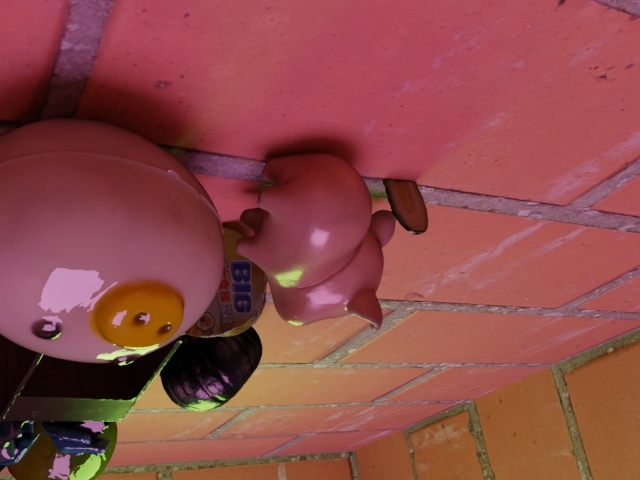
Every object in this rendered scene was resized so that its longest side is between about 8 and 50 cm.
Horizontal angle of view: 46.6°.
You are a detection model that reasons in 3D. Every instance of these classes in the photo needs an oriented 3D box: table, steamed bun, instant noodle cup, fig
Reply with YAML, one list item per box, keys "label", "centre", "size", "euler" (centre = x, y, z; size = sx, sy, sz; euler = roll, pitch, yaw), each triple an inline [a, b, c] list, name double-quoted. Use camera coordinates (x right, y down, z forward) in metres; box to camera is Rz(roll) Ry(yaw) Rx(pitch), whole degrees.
- label: "table"
  centre: [-0.446, 0.186, 1.398]
  size: [0.251, 0.196, 0.282]
  euler: [11, 132, -36]
- label: "steamed bun"
  centre: [-0.303, 0.005, 0.987]
  size: [0.334, 0.334, 0.374]
  euler: [-19, 149, 20]
- label: "instant noodle cup"
  centre: [-0.188, 0.085, 1.358]
  size: [0.205, 0.205, 0.153]
  euler: [-10, 166, 2]
- label: "fig"
  centre: [-0.686, 0.502, 1.967]
  size: [0.316, 0.316, 0.316]
  euler: [-8, 155, -4]

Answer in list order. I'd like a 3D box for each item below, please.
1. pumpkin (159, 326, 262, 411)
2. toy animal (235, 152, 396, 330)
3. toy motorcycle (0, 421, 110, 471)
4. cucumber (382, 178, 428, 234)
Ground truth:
- label: "pumpkin"
  centre: [-0.259, 0.274, 1.730]
  size: [0.250, 0.216, 0.250]
  euler: [-23, -175, 2]
- label: "toy animal"
  centre: [0.000, 0.000, 1.210]
  size: [0.269, 0.237, 0.326]
  euler: [18, 144, -9]
- label: "toy motorcycle"
  centre: [-0.698, 0.460, 1.768]
  size: [0.416, 0.232, 0.172]
  euler: [-2, -172, -1]
- label: "cucumber"
  centre: [0.144, -0.052, 1.261]
  size: [0.067, 0.107, 0.035]
  euler: [2, 147, -27]
